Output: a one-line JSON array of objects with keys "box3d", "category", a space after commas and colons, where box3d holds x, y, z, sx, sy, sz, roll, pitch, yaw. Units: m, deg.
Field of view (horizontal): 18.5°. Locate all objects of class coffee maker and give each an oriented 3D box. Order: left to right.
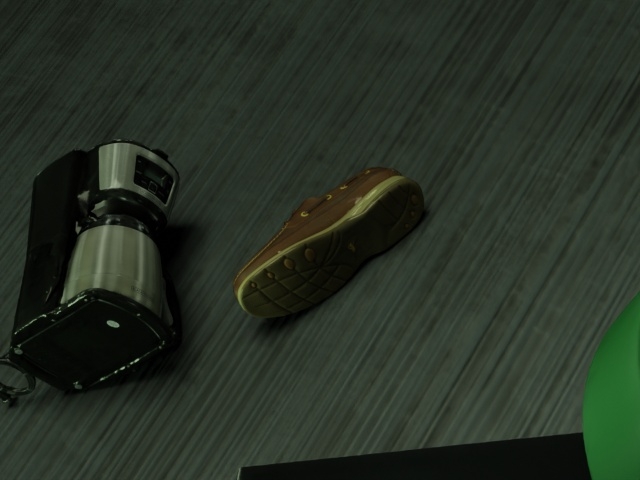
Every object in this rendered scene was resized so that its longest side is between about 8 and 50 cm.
[{"box3d": [-0.201, 0.021, 1.625, 0.171, 0.120, 0.178, -12, 47, 15], "category": "coffee maker"}]

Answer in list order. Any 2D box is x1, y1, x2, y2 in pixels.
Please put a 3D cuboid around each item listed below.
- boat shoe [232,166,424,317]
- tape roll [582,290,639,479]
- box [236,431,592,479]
[{"box3d": [0.000, 0.000, 1.599, 0.178, 0.064, 0.060, -35, 41, -16], "category": "boat shoe"}, {"box3d": [0.320, 0.134, 1.204, 0.321, 0.077, 0.321, 13, 49, -16], "category": "tape roll"}, {"box3d": [0.091, 0.223, 1.280, 0.261, 0.184, 0.103, -7, 46, 18], "category": "box"}]
